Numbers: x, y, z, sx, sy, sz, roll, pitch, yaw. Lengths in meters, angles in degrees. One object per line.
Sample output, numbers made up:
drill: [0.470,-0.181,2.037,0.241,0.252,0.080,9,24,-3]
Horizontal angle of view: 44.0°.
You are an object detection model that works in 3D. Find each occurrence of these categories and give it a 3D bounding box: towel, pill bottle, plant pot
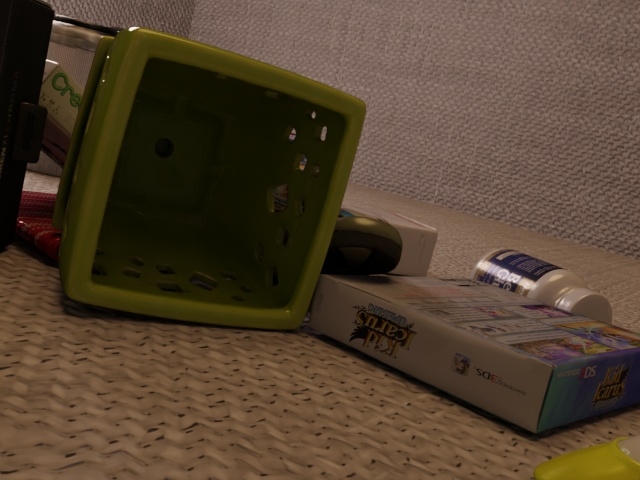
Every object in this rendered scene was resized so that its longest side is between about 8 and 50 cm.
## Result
towel: [-0.281,-0.017,0.917,0.198,0.031,0.274,5,11,-46]
pill bottle: [0.261,0.072,0.946,0.094,0.094,0.169,9,9,-27]
plant pot: [-0.123,-0.066,0.744,0.227,0.228,0.207,12,11,-31]

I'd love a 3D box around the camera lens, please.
camera lens: [-0.460,-0.264,1.458,0.219,0.275,0.219,13,8,-2]

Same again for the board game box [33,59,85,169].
board game box: [-0.283,-0.112,0.962,0.192,0.053,0.305,23,-18,37]

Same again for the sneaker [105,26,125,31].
sneaker: [-0.351,-0.214,1.693,0.447,0.257,0.169,45,36,-3]

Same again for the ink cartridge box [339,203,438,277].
ink cartridge box: [0.060,-0.007,1.212,0.190,0.082,0.139,10,9,-29]

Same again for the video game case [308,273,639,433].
video game case: [0.167,0.094,0.757,0.244,0.061,0.269,18,9,41]

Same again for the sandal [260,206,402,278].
sandal: [0.002,0.000,0.874,0.120,0.086,0.302,8,-12,-24]

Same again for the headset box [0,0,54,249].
headset box: [-0.396,-0.127,0.713,0.282,0.247,0.131,12,9,-6]

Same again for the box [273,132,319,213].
box: [-0.086,-0.112,1.075,0.216,0.060,0.270,24,16,8]

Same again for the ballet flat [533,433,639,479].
ballet flat: [0.248,0.147,0.470,0.230,0.077,0.077,14,9,10]
